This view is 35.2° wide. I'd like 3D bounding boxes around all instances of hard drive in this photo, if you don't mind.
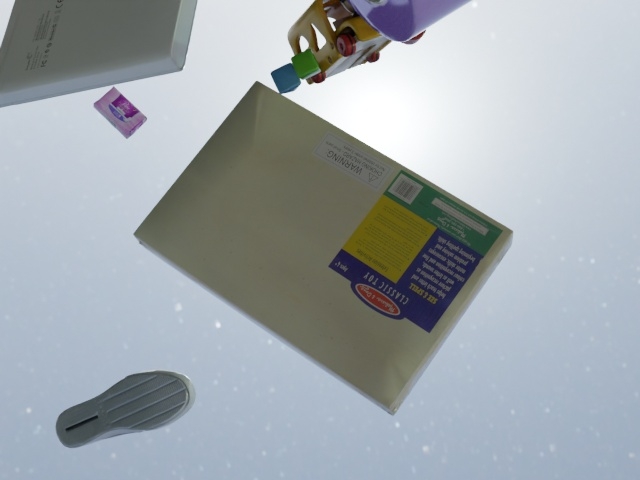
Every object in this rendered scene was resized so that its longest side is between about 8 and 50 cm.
[{"bbox_3d":[-0.320,-0.302,1.432,0.307,0.040,0.203,-7,-121,22],"label":"hard drive"}]

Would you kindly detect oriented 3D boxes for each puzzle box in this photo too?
[{"bbox_3d":[0.000,0.000,1.275,0.408,0.052,0.272,33,-104,19],"label":"puzzle box"}]

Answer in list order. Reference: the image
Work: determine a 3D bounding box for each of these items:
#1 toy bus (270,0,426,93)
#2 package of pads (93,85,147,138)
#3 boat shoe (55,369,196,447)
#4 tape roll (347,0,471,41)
[{"bbox_3d":[0.033,-0.271,1.244,0.202,0.104,0.191,-26,179,21],"label":"toy bus"},{"bbox_3d":[-0.342,-0.219,1.721,0.050,0.083,0.032,-46,175,-16],"label":"package of pads"},{"bbox_3d":[-0.352,0.305,1.863,0.302,0.109,0.094,-19,175,22],"label":"boat shoe"},{"bbox_3d":[0.048,-0.330,0.959,0.090,0.275,0.275,-32,-154,-7],"label":"tape roll"}]
